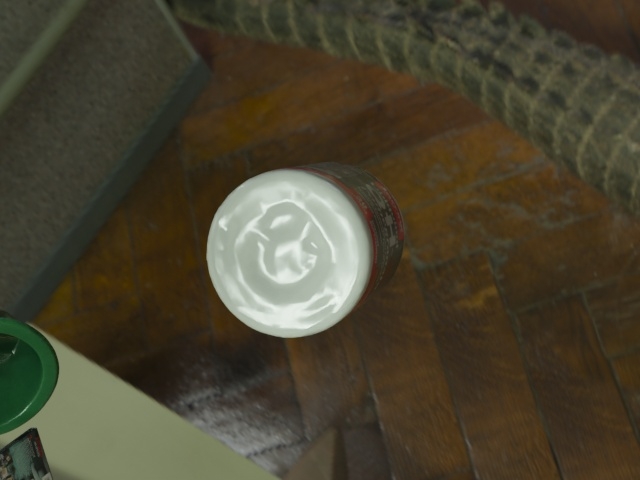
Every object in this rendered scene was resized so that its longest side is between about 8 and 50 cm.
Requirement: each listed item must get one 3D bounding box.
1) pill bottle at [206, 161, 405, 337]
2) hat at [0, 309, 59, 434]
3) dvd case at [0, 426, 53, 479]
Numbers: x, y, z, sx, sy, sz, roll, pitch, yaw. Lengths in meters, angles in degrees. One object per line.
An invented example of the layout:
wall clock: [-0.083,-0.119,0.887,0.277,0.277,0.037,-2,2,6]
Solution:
pill bottle: [0.000,0.000,1.405,0.176,0.318,0.176,1,96,13]
hat: [-0.418,0.112,1.536,0.208,0.173,0.183,-47,35,12]
dvd case: [-0.360,0.284,1.446,0.013,0.087,0.119,-5,18,30]
